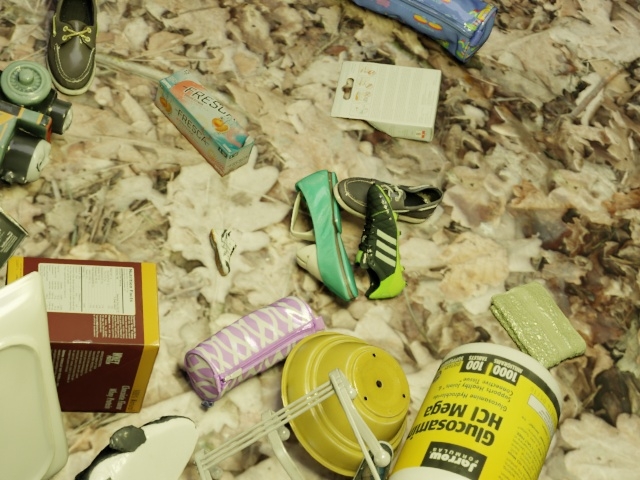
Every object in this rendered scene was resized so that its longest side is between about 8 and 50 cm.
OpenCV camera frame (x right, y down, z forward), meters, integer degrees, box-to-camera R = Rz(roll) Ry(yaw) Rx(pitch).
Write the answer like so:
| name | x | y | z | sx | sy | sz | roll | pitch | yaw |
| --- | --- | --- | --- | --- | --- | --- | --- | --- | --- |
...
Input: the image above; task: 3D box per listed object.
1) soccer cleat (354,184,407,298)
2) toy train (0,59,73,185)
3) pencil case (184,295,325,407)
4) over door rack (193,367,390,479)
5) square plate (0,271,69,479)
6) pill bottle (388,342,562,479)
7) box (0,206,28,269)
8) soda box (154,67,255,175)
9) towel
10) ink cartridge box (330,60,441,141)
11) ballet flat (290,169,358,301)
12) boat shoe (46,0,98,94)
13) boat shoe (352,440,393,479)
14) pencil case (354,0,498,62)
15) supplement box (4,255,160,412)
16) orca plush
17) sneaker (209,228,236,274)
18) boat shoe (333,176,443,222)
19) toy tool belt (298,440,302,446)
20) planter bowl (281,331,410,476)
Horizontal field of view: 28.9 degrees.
| name | x | y | z | sx | sy | sz | roll | pitch | yaw |
| --- | --- | --- | --- | --- | --- | --- | --- | --- | --- |
| soccer cleat | 0.086 | 0.005 | 1.921 | 0.072 | 0.060 | 0.178 | -13 | 100 | -17 |
| toy train | -0.549 | -0.198 | 1.871 | 0.334 | 0.142 | 0.190 | 19 | 64 | -6 |
| pencil case | -0.098 | 0.153 | 1.780 | 0.206 | 0.088 | 0.086 | -31 | 109 | -34 |
| over door rack | -0.024 | 0.332 | 1.554 | 0.240 | 0.108 | 0.324 | -32 | 33 | 6 |
| square plate | -0.441 | 0.245 | 1.443 | 0.049 | 0.344 | 0.347 | 35 | 50 | 31 |
| pill bottle | 0.199 | 0.316 | 1.695 | 0.188 | 0.188 | 0.334 | 27 | 51 | 3 |
| box | -0.535 | 0.111 | 1.562 | 0.079 | 0.257 | 0.322 | 44 | 49 | -18 |
| soda box | -0.190 | -0.193 | 2.021 | 0.058 | 0.063 | 0.183 | -32 | 70 | -33 |
| towel | 0.347 | 0.134 | 1.980 | 0.110 | 0.027 | 0.148 | -20 | 63 | -28 |
| ink cartridge box | 0.117 | -0.246 | 2.187 | 0.179 | 0.045 | 0.145 | 6 | 52 | 9 |
| ballet flat | 0.000 | 0.000 | 1.944 | 0.087 | 0.083 | 0.247 | -14 | 56 | 7 |
| boat shoe | -0.409 | -0.343 | 2.054 | 0.081 | 0.068 | 0.227 | 3 | 54 | -16 |
| boat shoe | 0.060 | 0.339 | 1.682 | 0.049 | 0.040 | 0.142 | 21 | 90 | 2 |
| pencil case | 0.172 | -0.441 | 2.282 | 0.306 | 0.119 | 0.133 | 28 | 27 | 4 |
| supplement box | -0.325 | 0.129 | 1.659 | 0.194 | 0.191 | 0.129 | 3 | 55 | -15 |
| orca plush | -0.278 | 0.335 | 1.616 | 0.151 | 0.102 | 0.287 | 52 | 54 | -36 |
| sneaker | -0.144 | 0.015 | 1.904 | 0.037 | 0.032 | 0.083 | -3 | 57 | -20 |
| boat shoe | 0.112 | -0.075 | 1.991 | 0.206 | 0.065 | 0.075 | 8 | 56 | -39 |
| toy tool belt | 0.000 | 0.263 | 1.766 | 0.051 | 0.052 | 0.083 | 36 | 48 | -30 |
| planter bowl | 0.059 | 0.214 | 1.743 | 0.217 | 0.090 | 0.217 | 20 | 54 | -30 |
